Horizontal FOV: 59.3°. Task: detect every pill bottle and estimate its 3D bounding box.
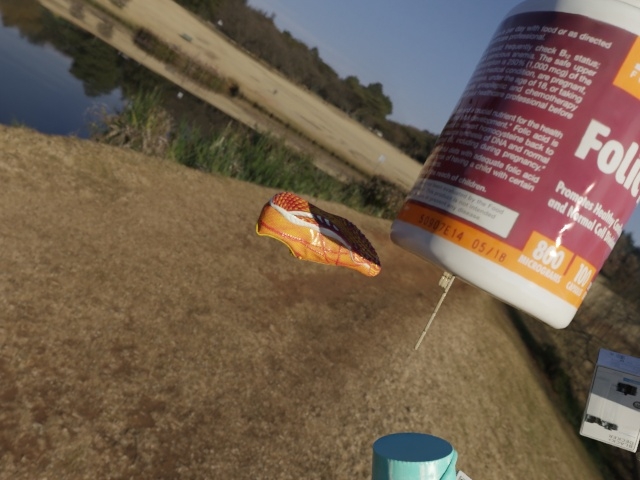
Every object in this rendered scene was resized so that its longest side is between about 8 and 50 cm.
[{"bbox_3d":[0.262,-0.122,0.628,0.224,0.392,0.224,28,3,-2],"label":"pill bottle"}]

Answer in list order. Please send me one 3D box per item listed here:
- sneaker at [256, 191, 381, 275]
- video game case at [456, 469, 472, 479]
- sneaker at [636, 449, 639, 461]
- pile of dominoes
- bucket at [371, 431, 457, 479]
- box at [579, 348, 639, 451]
[{"bbox_3d":[0.000,0.000,0.714,0.175,0.067,0.064,29,34,-17],"label":"sneaker"},{"bbox_3d":[0.459,0.866,1.768,0.183,0.201,0.023,39,-29,4],"label":"video game case"},{"bbox_3d":[0.846,0.628,1.406,0.104,0.125,0.262,45,14,-12],"label":"sneaker"},{"bbox_3d":[0.305,0.143,1.472,0.040,0.251,0.196,28,21,13],"label":"pile of dominoes"},{"bbox_3d":[0.277,0.700,1.669,0.281,0.183,0.281,-1,1,0],"label":"bucket"},{"bbox_3d":[0.915,0.493,1.732,0.169,0.290,0.087,14,31,26],"label":"box"}]
